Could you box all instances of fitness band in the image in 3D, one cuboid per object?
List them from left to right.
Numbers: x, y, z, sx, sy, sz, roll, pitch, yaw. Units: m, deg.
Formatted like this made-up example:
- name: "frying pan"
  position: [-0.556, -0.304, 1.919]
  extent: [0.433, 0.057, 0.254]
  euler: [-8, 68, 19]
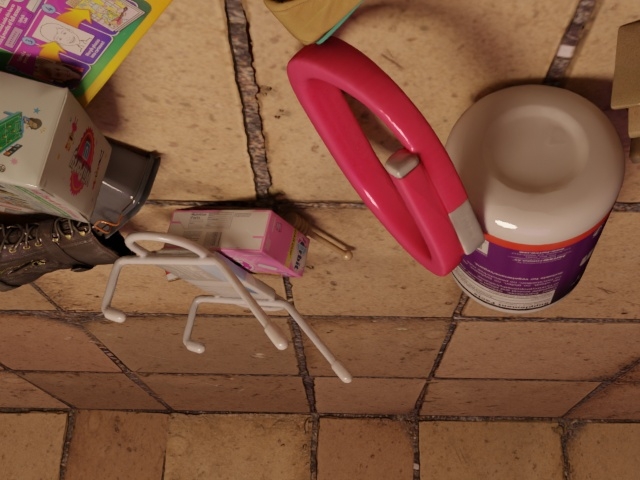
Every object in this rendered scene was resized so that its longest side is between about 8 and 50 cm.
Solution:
- name: "fitness band"
  position: [0.063, -0.076, 0.751]
  extent: [0.054, 0.209, 0.291]
  euler: [-40, 135, -6]

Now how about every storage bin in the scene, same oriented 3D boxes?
- name: "storage bin"
  position: [-0.279, -0.067, 0.938]
  extent: [0.091, 0.098, 0.135]
  euler: [28, 146, -27]

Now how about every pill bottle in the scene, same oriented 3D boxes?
- name: "pill bottle"
  position: [0.237, -0.026, 0.880]
  extent: [0.181, 0.182, 0.323]
  euler: [-2, 156, 9]

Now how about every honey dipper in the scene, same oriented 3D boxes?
- name: "honey dipper"
  position: [0.000, 0.000, 1.130]
  extent: [0.030, 0.031, 0.160]
  euler: [-15, 150, 32]

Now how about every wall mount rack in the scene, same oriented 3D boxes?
- name: "wall mount rack"
  position: [-0.122, 0.102, 1.054]
  extent: [0.304, 0.131, 0.350]
  euler: [2, 161, 27]

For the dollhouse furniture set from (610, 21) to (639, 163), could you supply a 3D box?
- name: "dollhouse furniture set"
  position: [0.436, -0.141, 0.725]
  extent: [0.259, 0.135, 0.262]
  euler: [-3, 158, 37]

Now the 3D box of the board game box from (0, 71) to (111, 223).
- name: "board game box"
  position: [-0.379, -0.110, 0.717]
  extent: [0.303, 0.098, 0.224]
  euler: [15, 172, -5]

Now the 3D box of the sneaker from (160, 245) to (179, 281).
- name: "sneaker"
  position: [-0.208, 0.023, 1.197]
  extent: [0.042, 0.067, 0.118]
  euler: [-20, 178, 35]

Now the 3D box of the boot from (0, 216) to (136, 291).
- name: "boot"
  position: [-0.410, -0.009, 1.035]
  extent: [0.228, 0.091, 0.263]
  euler: [-12, 157, 16]

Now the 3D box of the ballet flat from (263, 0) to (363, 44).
- name: "ballet flat"
  position: [0.032, -0.229, 0.574]
  extent: [0.073, 0.080, 0.232]
  euler: [31, 144, -25]

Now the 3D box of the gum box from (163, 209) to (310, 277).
- name: "gum box"
  position: [-0.125, 0.004, 1.074]
  extent: [0.188, 0.062, 0.107]
  euler: [2, 160, 32]

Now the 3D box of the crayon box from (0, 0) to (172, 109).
- name: "crayon box"
  position: [-0.214, -0.222, 0.592]
  extent: [0.165, 0.081, 0.278]
  euler: [19, 151, -33]

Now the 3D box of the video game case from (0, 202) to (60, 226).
- name: "video game case"
  position: [-0.472, -0.043, 1.075]
  extent: [0.204, 0.025, 0.285]
  euler: [13, 153, -25]
